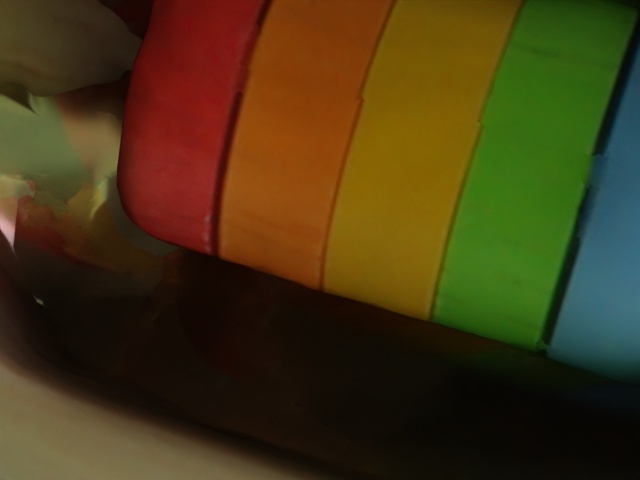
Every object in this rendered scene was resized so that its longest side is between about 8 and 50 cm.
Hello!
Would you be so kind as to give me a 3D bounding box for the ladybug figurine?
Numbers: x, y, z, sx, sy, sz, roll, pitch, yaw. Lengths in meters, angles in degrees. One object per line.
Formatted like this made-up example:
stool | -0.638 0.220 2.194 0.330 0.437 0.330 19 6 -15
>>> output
ladybug figurine | 0.035 -0.023 0.470 0.162 0.449 0.305 38 74 -80
